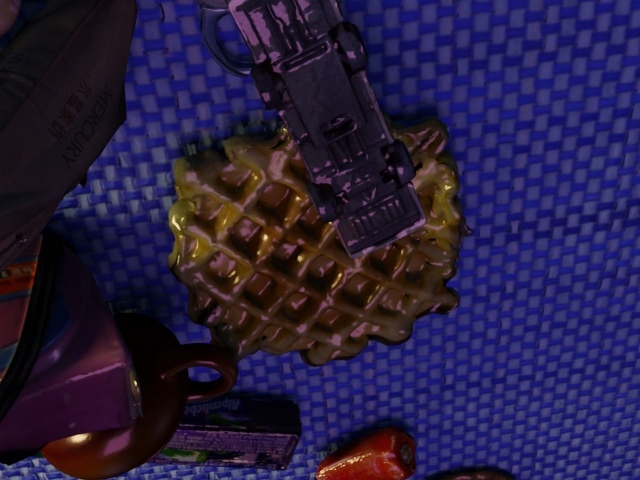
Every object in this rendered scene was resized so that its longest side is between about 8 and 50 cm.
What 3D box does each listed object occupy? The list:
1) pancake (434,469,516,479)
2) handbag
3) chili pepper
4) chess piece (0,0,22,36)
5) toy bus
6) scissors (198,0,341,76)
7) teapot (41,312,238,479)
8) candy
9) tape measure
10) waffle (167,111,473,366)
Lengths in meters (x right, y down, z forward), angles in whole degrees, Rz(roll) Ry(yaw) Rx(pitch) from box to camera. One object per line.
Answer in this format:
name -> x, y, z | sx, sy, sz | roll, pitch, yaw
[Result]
pancake -> 0.184, 0.368, 1.611 | 0.199, 0.021, 0.199 | -6, 138, -5
handbag -> -0.223, -0.076, 0.911 | 0.117, 0.270, 0.182 | 27, 150, 1
chili pepper -> 0.061, 0.275, 1.460 | 0.123, 0.073, 0.070 | -28, 176, 22
chess piece -> -0.387, -0.088, 0.973 | 0.397, 0.117, 0.117 | -38, 130, 24
toy bus -> 0.003, -0.112, 0.962 | 0.092, 0.106, 0.268 | -26, 128, 2
scissors -> -0.102, -0.220, 0.933 | 0.256, 0.030, 0.125 | 29, 123, -36
teapot -> -0.183, 0.159, 1.207 | 0.252, 0.178, 0.135 | -21, 138, 27
candy -> -0.180, 0.213, 1.356 | 0.312, 0.061, 0.088 | 7, 136, -16
tape measure -> -0.303, 0.103, 1.085 | 0.231, 0.245, 0.149 | -16, 139, -17
waffle -> 0.000, 0.000, 1.157 | 0.297, 0.073, 0.317 | -13, 130, -4
